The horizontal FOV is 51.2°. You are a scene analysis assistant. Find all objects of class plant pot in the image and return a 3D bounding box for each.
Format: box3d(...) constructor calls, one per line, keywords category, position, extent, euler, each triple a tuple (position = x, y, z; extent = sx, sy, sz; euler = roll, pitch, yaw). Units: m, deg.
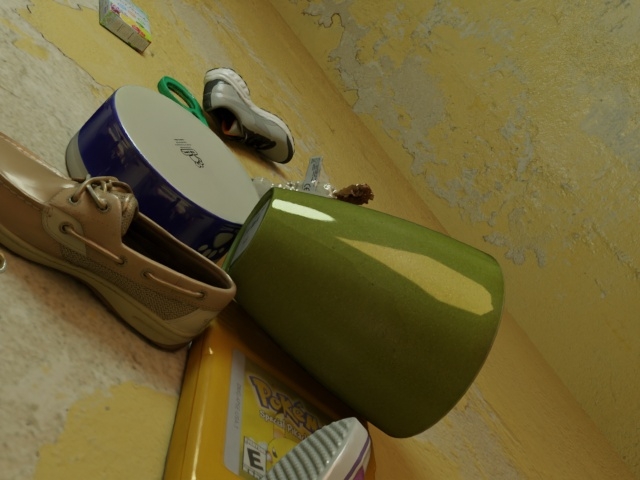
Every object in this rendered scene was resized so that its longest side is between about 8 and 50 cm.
box3d(category="plant pot", position=(0.030, 0.063, 0.858), extent=(0.294, 0.274, 0.274), euler=(30, 23, -13))

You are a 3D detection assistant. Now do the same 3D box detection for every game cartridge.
box3d(category="game cartridge", position=(-0.038, 0.231, 0.774), extent=(0.285, 0.053, 0.323), euler=(41, 21, -22))

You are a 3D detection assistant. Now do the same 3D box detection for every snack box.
box3d(category="snack box", position=(-0.397, -0.451, 1.357), extent=(0.100, 0.037, 0.141), euler=(35, 22, -37))

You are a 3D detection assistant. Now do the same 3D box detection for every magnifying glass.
box3d(category="magnifying glass", position=(-0.240, -0.230, 1.293), extent=(0.231, 0.026, 0.092), euler=(52, 18, 17))

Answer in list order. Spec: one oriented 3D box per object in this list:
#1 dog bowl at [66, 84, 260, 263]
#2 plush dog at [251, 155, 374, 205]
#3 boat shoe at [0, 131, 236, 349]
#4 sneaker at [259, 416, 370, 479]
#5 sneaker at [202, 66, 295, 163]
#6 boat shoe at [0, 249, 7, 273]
box3d(category="dog bowl", position=(-0.212, -0.088, 0.939), extent=(0.265, 0.104, 0.265), euler=(41, 20, -19))
box3d(category="plush dog", position=(0.000, 0.000, 1.156), extent=(0.262, 0.211, 0.225), euler=(59, -5, 25))
box3d(category="boat shoe", position=(-0.243, -0.021, 0.726), extent=(0.341, 0.110, 0.121), euler=(40, 20, -22))
box3d(category="sneaker", position=(-0.008, 0.295, 0.559), extent=(0.161, 0.102, 0.282), euler=(49, 48, -11))
box3d(category="sneaker", position=(-0.156, -0.237, 1.405), extent=(0.271, 0.100, 0.108), euler=(40, 49, -42))
box3d(category="boat shoe", position=(-0.326, -0.006, 0.542), extent=(0.105, 0.089, 0.285), euler=(19, 34, -57))
